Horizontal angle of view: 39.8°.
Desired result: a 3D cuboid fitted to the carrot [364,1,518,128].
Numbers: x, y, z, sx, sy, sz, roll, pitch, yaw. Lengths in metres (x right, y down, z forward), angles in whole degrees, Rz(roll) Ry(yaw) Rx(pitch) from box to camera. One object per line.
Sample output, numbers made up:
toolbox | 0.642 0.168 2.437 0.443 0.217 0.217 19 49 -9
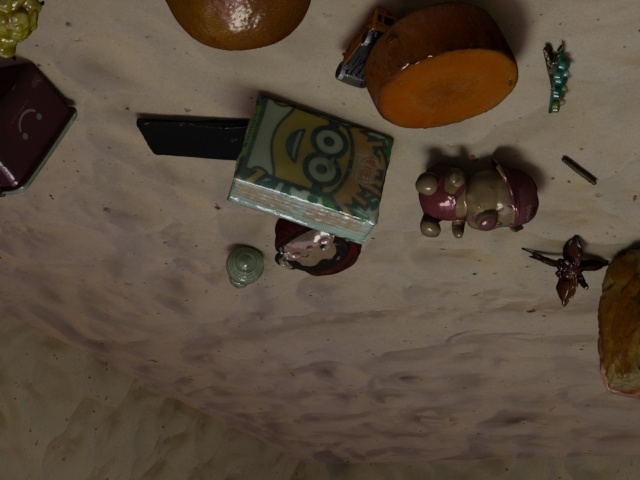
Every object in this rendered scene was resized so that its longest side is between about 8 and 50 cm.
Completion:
carrot | 0.209 -0.288 1.562 0.259 0.100 0.307 -3 155 -10

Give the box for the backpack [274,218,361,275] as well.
backpack | 0.000 0.002 2.223 0.229 0.138 0.229 -1 138 -1

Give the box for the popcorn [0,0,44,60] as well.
popcorn | -0.599 -0.448 1.635 0.218 0.189 0.169 -21 144 38

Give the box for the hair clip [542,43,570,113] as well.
hair clip | 0.427 -0.284 1.599 0.049 0.049 0.173 4 149 18

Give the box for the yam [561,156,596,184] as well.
yam | 0.536 -0.145 1.833 0.107 0.014 0.014 30 148 -27

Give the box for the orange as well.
orange | -0.132 -0.427 1.383 0.264 0.264 0.264 11 152 6

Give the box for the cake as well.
cake | 0.818 0.206 2.046 0.307 0.314 0.293 8 155 -8

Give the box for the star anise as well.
star anise | 0.581 0.059 2.130 0.140 0.158 0.144 43 175 -27

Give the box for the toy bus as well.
toy bus | 0.088 -0.346 1.611 0.070 0.074 0.162 16 150 -19

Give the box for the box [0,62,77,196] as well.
box | -0.697 -0.246 1.941 0.193 0.294 0.167 -5 136 29

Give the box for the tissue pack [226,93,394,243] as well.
tissue pack | -0.019 -0.150 1.854 0.311 0.227 0.128 17 151 -8

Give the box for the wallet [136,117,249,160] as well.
wallet | -0.277 -0.231 2.031 0.286 0.030 0.146 5 154 15

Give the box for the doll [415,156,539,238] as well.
doll | 0.335 -0.089 1.885 0.256 0.152 0.196 2 163 13

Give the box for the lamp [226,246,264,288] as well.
lamp | -0.221 0.083 2.509 0.106 0.106 0.193 18 161 -8
